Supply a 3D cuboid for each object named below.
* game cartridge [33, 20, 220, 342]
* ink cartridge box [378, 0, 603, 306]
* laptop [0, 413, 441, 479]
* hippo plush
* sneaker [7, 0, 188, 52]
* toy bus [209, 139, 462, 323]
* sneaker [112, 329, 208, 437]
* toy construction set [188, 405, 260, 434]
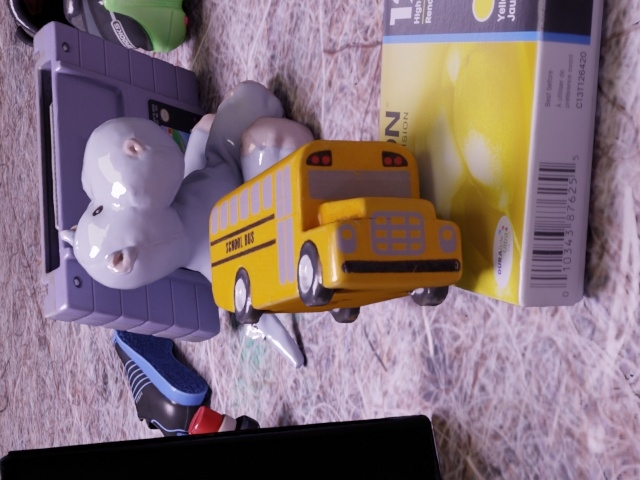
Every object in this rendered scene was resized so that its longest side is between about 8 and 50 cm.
[{"bbox_3d":[-0.221,-0.066,1.439,0.068,0.230,0.355,-28,61,42],"label":"game cartridge"},{"bbox_3d":[0.104,-0.120,0.997,0.307,0.072,0.303,13,103,60],"label":"ink cartridge box"},{"bbox_3d":[-0.084,0.386,1.033,0.236,0.382,0.408,60,141,45],"label":"laptop"},{"bbox_3d":[-0.160,-0.028,1.323,0.234,0.237,0.294,25,112,60],"label":"hippo plush"},{"bbox_3d":[-0.342,-0.350,1.703,0.483,0.202,0.185,14,102,62],"label":"sneaker"},{"bbox_3d":[0.000,0.000,1.024,0.333,0.108,0.130,158,112,-69],"label":"toy bus"},{"bbox_3d":[-0.222,0.188,1.620,0.232,0.081,0.090,38,117,55],"label":"sneaker"},{"bbox_3d":[-0.195,0.310,1.363,0.237,0.309,0.257,162,113,-67],"label":"toy construction set"}]
